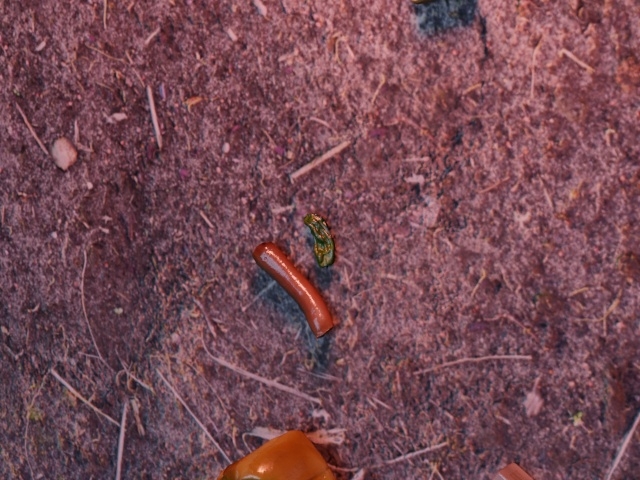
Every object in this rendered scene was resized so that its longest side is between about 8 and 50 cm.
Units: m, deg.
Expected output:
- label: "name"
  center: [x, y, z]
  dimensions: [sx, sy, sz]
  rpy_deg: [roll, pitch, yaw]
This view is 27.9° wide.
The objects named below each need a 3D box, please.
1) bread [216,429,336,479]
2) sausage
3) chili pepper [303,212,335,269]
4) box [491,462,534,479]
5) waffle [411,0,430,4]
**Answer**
- label: "bread"
  center: [-0.026, 0.440, 1.937]
  dimensions: [0.132, 0.167, 0.294]
  rpy_deg: [-34, 81, 55]
- label: "sausage"
  center: [-0.040, 0.072, 1.951]
  dimensions: [0.177, 0.047, 0.040]
  rpy_deg: [49, 135, 16]
- label: "chili pepper"
  center: [0.001, -0.001, 1.927]
  dimensions: [0.034, 0.030, 0.091]
  rpy_deg: [-26, 81, 57]
- label: "box"
  center: [0.304, 0.444, 1.790]
  dimensions: [0.233, 0.067, 0.149]
  rpy_deg: [42, 117, 19]
- label: "waffle"
  center: [0.161, -0.403, 1.756]
  dimensions: [0.102, 0.042, 0.148]
  rpy_deg: [-6, 94, 32]
